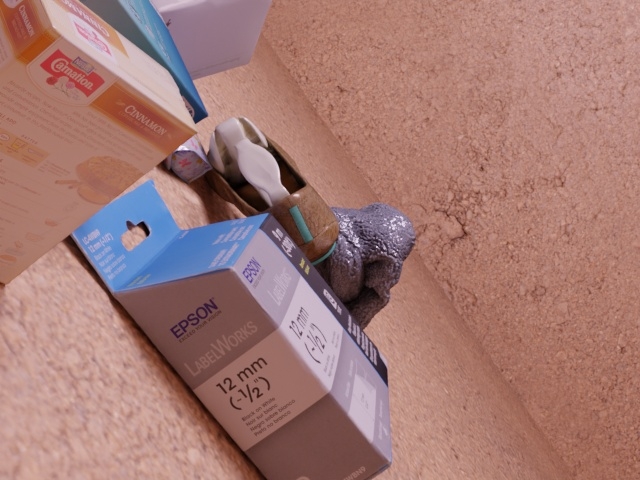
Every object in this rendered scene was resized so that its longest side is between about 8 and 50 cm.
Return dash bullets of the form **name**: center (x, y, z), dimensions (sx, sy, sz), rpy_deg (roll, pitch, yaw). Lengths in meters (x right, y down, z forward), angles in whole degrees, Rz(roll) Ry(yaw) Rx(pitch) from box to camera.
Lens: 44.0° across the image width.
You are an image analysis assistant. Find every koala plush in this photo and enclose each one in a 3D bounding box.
- **koala plush**: center (0.000, 0.000, 1.148), dimensions (0.221, 0.203, 0.196), rpy_deg (29, 32, -22)

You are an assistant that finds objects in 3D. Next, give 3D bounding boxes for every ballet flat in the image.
- **ballet flat**: center (-0.088, -0.091, 1.048), dimensions (0.342, 0.116, 0.124), rpy_deg (51, -9, 51)

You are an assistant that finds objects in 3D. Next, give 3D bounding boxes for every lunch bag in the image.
- **lunch bag**: center (-0.190, -0.126, 1.049), dimensions (0.071, 0.053, 0.083), rpy_deg (61, 4, 23)

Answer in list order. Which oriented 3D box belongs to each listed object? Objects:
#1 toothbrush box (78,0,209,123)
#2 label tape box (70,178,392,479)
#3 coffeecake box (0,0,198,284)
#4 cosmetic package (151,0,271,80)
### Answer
- **toothbrush box**: center (-0.242, -0.225, 0.665), dimensions (0.295, 0.126, 0.216), rpy_deg (55, 5, -48)
- **label tape box**: center (-0.070, 0.070, 0.815), dimensions (0.348, 0.115, 0.249), rpy_deg (54, 11, -8)
- **coffeecake box**: center (-0.198, -0.065, 0.511), dimensions (0.068, 0.185, 0.142), rpy_deg (60, 13, 28)
- **cosmetic package**: center (-0.247, -0.383, 1.027), dimensions (0.197, 0.155, 0.366), rpy_deg (-25, 71, -35)
